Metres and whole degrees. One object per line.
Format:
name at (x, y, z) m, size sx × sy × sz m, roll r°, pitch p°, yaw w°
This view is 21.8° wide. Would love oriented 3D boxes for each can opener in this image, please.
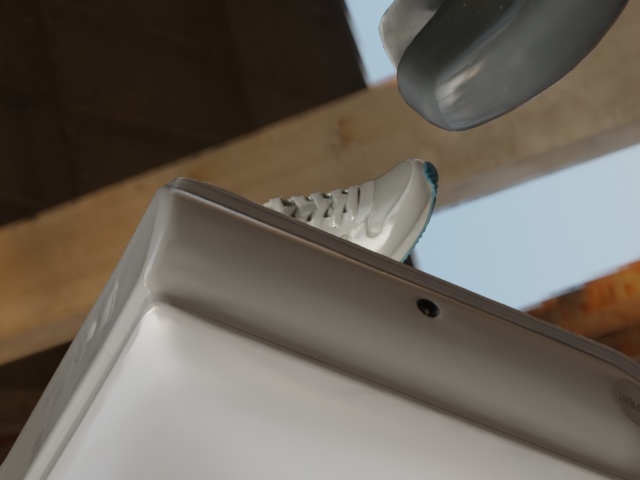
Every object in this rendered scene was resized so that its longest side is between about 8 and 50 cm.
can opener at (0.130, -0.149, 0.603) m, size 0.074 × 0.280 × 0.093 m, roll 36°, pitch -176°, yaw -40°

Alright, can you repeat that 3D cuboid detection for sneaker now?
sneaker at (0.000, 0.000, 1.382) m, size 0.092 × 0.228 × 0.087 m, roll 42°, pitch -153°, yaw -24°

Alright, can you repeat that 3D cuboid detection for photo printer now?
photo printer at (0.013, 0.125, 0.824) m, size 0.307 × 0.256 × 0.107 m, roll 23°, pitch -141°, yaw -16°
